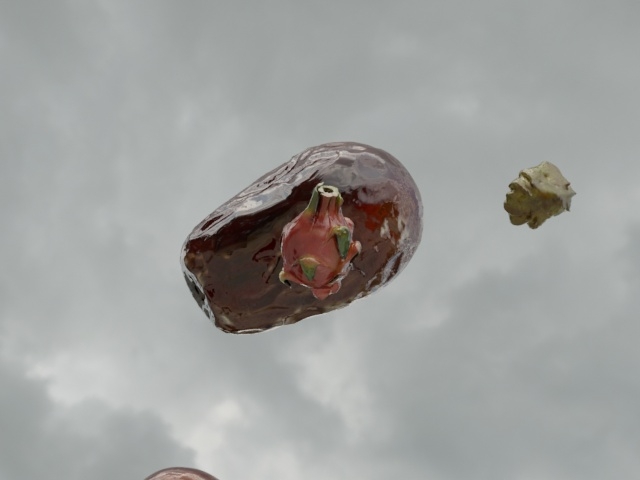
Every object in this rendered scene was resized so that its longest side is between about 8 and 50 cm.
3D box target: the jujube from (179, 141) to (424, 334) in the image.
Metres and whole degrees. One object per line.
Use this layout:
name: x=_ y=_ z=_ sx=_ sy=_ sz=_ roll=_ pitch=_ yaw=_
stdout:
jujube: x=-0.020 y=-0.003 z=1.461 sx=0.223 sy=0.318 sz=0.223 roll=55 pitch=-18 yaw=27

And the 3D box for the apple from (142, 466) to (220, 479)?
apple: x=-0.208 y=0.445 z=1.681 sx=0.201 sy=0.201 sz=0.162 roll=15 pitch=-33 yaw=15

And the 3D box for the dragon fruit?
dragon fruit: x=0.000 y=0.000 z=1.161 sx=0.081 sy=0.086 sz=0.116 roll=6 pitch=-53 yaw=-11

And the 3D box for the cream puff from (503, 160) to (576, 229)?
cream puff: x=0.257 y=-0.051 z=1.324 sx=0.083 sy=0.083 sz=0.058 roll=15 pitch=9 yaw=-26
